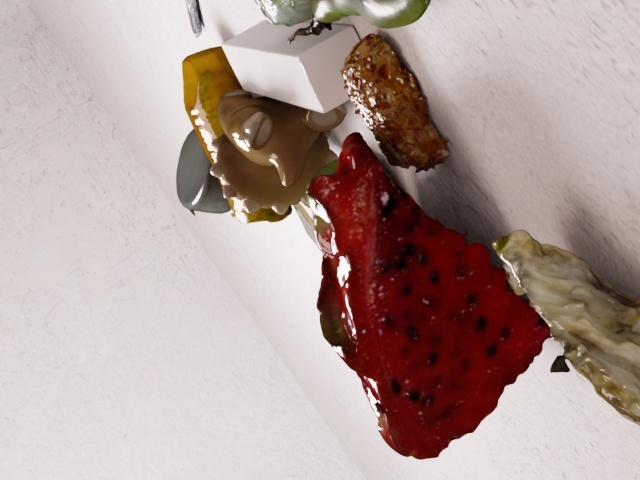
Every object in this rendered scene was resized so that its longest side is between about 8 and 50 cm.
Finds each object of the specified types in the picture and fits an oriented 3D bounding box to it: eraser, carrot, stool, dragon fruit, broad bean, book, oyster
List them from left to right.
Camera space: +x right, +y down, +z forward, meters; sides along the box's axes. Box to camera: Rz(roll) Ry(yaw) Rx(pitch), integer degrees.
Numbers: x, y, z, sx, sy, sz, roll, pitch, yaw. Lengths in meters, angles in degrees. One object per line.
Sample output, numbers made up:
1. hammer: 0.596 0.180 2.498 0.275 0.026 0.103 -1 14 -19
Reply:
1. eraser: -0.212 -0.380 1.727 0.099 0.019 0.027 84 165 -62
2. stool: -0.166 -0.136 1.837 0.228 0.139 0.153 -47 43 47
3. carrot: -0.144 -0.169 1.705 0.114 0.114 0.302 22 135 68
4. eraser: -0.036 -0.227 1.306 0.076 0.078 0.298 63 166 -22
5. book: 0.000 0.000 1.770 0.127 0.014 0.182 53 176 21
6. broad bean: 0.041 -0.247 1.038 0.325 0.067 0.075 -159 69 -72
7. dragon fruit: 0.051 0.048 1.178 0.329 0.228 0.286 45 177 -25
8. oyster: 0.288 0.124 0.935 0.354 0.107 0.201 48 -171 -12

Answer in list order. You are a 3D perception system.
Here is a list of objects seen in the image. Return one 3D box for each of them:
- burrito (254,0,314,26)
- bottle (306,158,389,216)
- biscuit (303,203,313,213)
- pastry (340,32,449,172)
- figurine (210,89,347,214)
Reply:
1. burrito: -0.043 -0.332 1.121 0.096 0.066 0.309 49 166 12
2. bottle: 0.074 0.015 1.389 0.112 0.112 0.260 37 156 57
3. biscuit: -0.004 -0.076 1.628 0.289 0.044 0.202 60 167 0
4. pastry: 0.075 -0.142 1.133 0.169 0.063 0.087 60 163 -13
5. figurine: -0.060 -0.119 1.423 0.247 0.177 0.173 24 127 60
